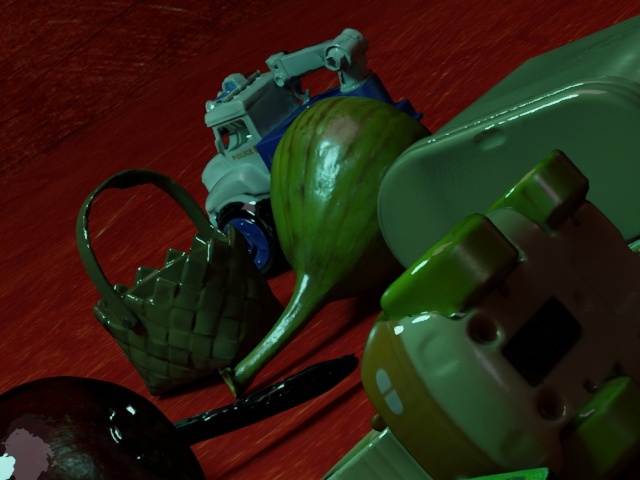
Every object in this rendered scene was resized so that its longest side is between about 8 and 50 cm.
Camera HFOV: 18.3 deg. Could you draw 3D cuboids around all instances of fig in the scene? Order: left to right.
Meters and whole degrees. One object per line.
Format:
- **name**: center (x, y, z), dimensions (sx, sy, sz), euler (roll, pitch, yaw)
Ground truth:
- **fig**: center (0.000, 0.000, 1.546), dimensions (0.151, 0.151, 0.259), euler (-14, 33, 49)

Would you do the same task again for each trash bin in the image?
- **trash bin**: center (0.191, -0.075, 1.483), dimensions (0.243, 0.121, 0.247), euler (-21, 12, 33)

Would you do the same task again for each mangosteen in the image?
- **mangosteen**: center (-0.154, 0.180, 1.168), dimensions (0.200, 0.200, 0.200), euler (-28, 13, 7)

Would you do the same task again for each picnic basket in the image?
- **picnic basket**: center (-0.124, 0.025, 1.614), dimensions (0.138, 0.178, 0.128), euler (-25, 6, 45)

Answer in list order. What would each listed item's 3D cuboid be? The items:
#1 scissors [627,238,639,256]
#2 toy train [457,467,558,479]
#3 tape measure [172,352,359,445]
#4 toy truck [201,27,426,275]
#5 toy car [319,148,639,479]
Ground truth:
- **scissors**: center (0.156, 0.044, 1.305), dimensions (0.187, 0.020, 0.133), euler (-25, 10, 13)
- **toy train**: center (0.040, 0.188, 0.887), dimensions (0.119, 0.085, 0.251), euler (-11, 20, 20)
- **tape measure**: center (-0.158, 0.152, 1.413), dimensions (0.351, 0.098, 0.215), euler (-32, 14, -22)
- **toy truck**: center (-0.018, -0.084, 1.822), dimensions (0.213, 0.177, 0.161), euler (-18, 18, 40)
- **toy car**: center (0.084, 0.082, 1.094), dimensions (0.235, 0.145, 0.235), euler (-41, -3, -3)
